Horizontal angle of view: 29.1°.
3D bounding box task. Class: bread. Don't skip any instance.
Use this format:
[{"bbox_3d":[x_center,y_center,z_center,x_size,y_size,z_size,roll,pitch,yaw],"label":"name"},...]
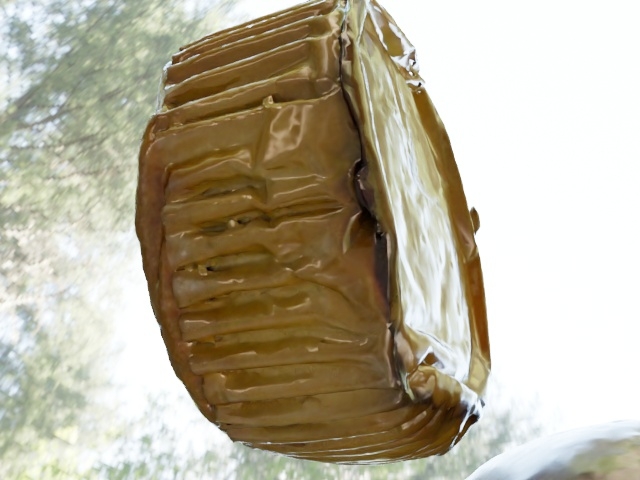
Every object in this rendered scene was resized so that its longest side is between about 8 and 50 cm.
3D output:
[{"bbox_3d":[0.000,0.001,0.500,0.104,0.199,0.199,-13,-72,17],"label":"bread"}]

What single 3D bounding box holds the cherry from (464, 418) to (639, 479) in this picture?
[{"bbox_3d":[0.124,0.170,0.522,0.195,0.195,0.195,1,-71,3],"label":"cherry"}]
